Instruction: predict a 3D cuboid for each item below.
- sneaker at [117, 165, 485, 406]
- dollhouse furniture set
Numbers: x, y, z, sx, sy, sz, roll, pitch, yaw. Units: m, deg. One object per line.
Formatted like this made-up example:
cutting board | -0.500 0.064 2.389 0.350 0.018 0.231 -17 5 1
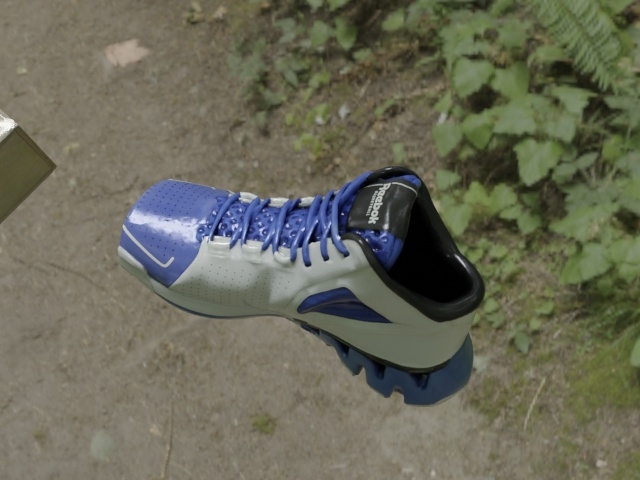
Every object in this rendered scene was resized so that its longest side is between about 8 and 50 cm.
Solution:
sneaker | 0.001 0.001 0.729 0.315 0.182 0.127 23 51 6
dollhouse furniture set | -0.426 -0.107 0.930 0.242 0.212 0.161 38 79 19
